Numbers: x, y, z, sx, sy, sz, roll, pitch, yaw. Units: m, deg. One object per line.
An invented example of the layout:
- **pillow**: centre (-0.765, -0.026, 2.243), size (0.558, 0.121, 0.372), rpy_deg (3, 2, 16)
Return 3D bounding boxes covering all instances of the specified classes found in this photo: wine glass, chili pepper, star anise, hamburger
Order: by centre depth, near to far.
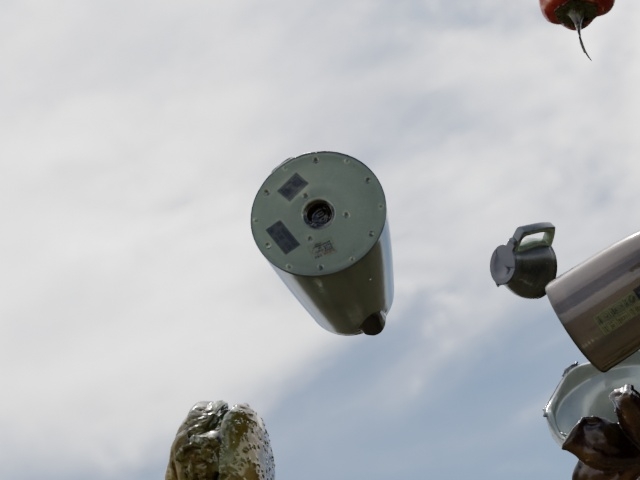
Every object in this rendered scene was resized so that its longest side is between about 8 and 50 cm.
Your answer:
- **star anise**: centre (0.260, 0.155, 1.522), size (0.168, 0.057, 0.168), rpy_deg (-30, -35, -24)
- **chili pepper**: centre (0.281, -0.275, 2.081), size (0.086, 0.192, 0.084), rpy_deg (4, -32, -15)
- **wine glass**: centre (0.358, 0.243, 2.149), size (0.164, 0.165, 0.196), rpy_deg (-24, -62, 2)
- **hamburger**: centre (-0.114, 0.287, 2.275), size (0.122, 0.189, 0.215), rpy_deg (3, 12, 8)

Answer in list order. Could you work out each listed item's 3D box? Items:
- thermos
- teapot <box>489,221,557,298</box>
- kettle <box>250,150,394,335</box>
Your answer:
- **thermos**: centre (0.336, 0.049, 1.844), size (0.193, 0.137, 0.105), rpy_deg (-34, -14, 13)
- **teapot**: centre (0.216, 0.019, 2.009), size (0.057, 0.066, 0.088), rpy_deg (5, -62, -36)
- **kettle**: centre (0.000, 0.000, 2.282), size (0.160, 0.210, 0.243), rpy_deg (-37, -25, -8)
